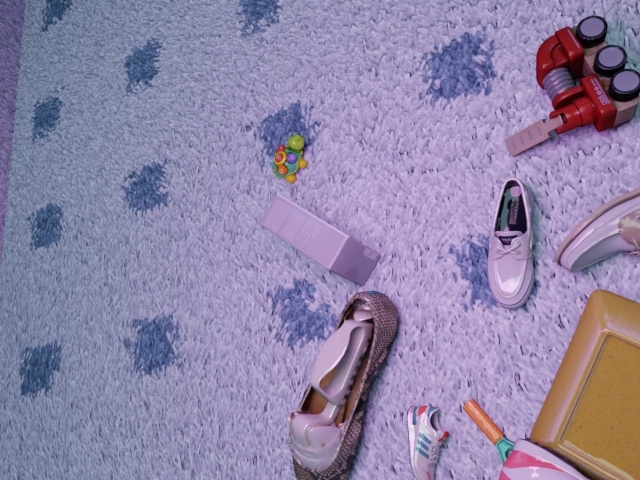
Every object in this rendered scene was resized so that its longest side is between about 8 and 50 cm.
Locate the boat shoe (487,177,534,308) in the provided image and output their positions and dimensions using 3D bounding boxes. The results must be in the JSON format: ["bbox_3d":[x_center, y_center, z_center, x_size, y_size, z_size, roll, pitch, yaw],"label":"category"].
[{"bbox_3d":[0.391,0.002,1.171,0.096,0.088,0.268,6,79,31],"label":"boat shoe"}]

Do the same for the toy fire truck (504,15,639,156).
[{"bbox_3d":[0.491,-0.298,1.183,0.246,0.158,0.217,-22,66,12],"label":"toy fire truck"}]

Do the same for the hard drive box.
[{"bbox_3d":[0.000,0.000,1.345,0.232,0.181,0.089,33,92,32],"label":"hard drive box"}]

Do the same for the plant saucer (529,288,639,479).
[{"bbox_3d":[0.549,0.295,0.951,0.332,0.081,0.333,26,104,34],"label":"plant saucer"}]

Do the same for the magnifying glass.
[{"bbox_3d":[0.364,0.407,1.107,0.092,0.026,0.231,-47,58,11],"label":"magnifying glass"}]

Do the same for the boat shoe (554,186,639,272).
[{"bbox_3d":[0.583,-0.027,1.053,0.302,0.113,0.103,-38,55,14],"label":"boat shoe"}]

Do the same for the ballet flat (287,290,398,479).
[{"bbox_3d":[0.023,0.330,1.235,0.163,0.182,0.483,19,86,32],"label":"ballet flat"}]

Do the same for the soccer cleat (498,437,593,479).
[{"bbox_3d":[0.437,0.446,0.933,0.116,0.109,0.318,-51,36,-14],"label":"soccer cleat"}]

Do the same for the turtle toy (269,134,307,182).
[{"bbox_3d":[-0.086,-0.223,1.527,0.095,0.066,0.130,43,99,32],"label":"turtle toy"}]

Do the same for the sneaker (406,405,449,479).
[{"bbox_3d":[0.224,0.416,1.166,0.075,0.057,0.162,-17,65,31],"label":"sneaker"}]
